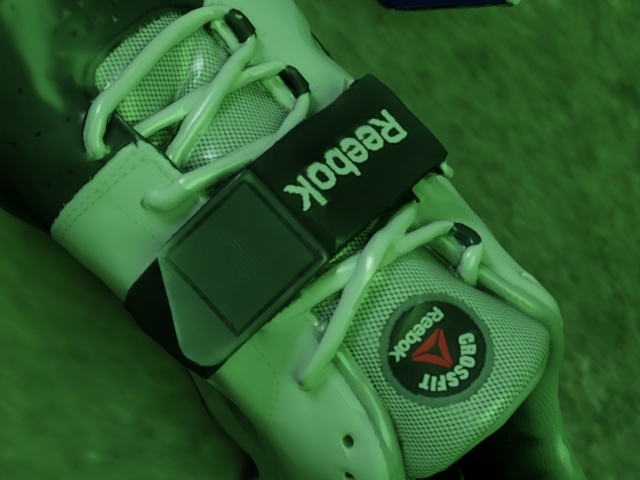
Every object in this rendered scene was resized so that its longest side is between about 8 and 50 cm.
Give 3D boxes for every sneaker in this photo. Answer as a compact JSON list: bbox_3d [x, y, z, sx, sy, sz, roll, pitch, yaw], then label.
[{"bbox_3d":[0.000,0.000,0.403,0.122,0.146,0.330,-47,118,-19],"label":"sneaker"}]

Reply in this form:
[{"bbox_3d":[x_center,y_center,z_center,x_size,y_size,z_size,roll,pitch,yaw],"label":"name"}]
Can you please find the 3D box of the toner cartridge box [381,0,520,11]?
[{"bbox_3d":[-0.009,-0.253,0.403,0.348,0.075,0.165,47,71,-30],"label":"toner cartridge box"}]
